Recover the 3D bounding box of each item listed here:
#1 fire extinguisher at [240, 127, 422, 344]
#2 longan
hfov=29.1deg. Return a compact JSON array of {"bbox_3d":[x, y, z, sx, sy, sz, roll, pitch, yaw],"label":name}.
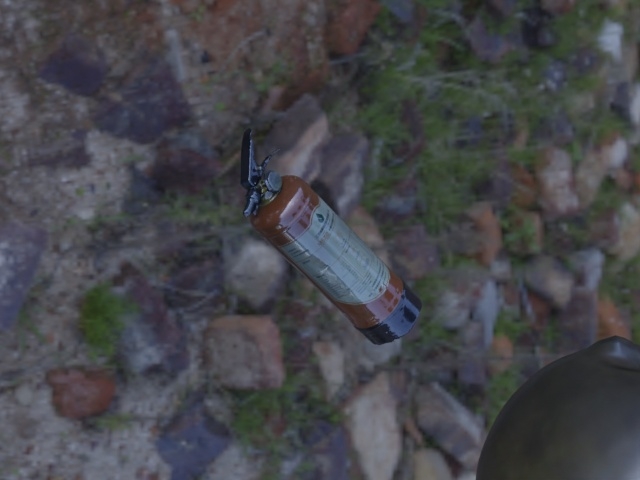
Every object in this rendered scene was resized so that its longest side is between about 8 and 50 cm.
[{"bbox_3d":[0.000,0.000,0.834,0.177,0.050,0.062,46,48,-31],"label":"fire extinguisher"},{"bbox_3d":[0.295,0.227,1.046,0.350,0.288,0.288,11,77,-26],"label":"longan"}]
